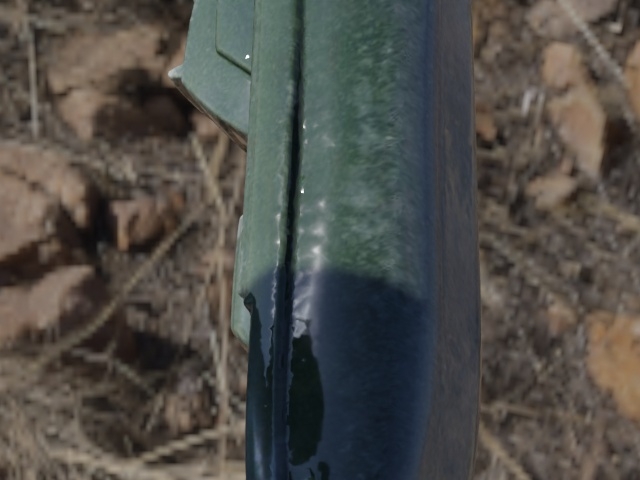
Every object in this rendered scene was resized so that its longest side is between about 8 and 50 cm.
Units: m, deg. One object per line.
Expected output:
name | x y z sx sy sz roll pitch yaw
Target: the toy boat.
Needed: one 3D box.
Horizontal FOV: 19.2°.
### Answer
toy boat | 0.000 0.000 0.528 0.085 0.078 0.260 -10 64 22
